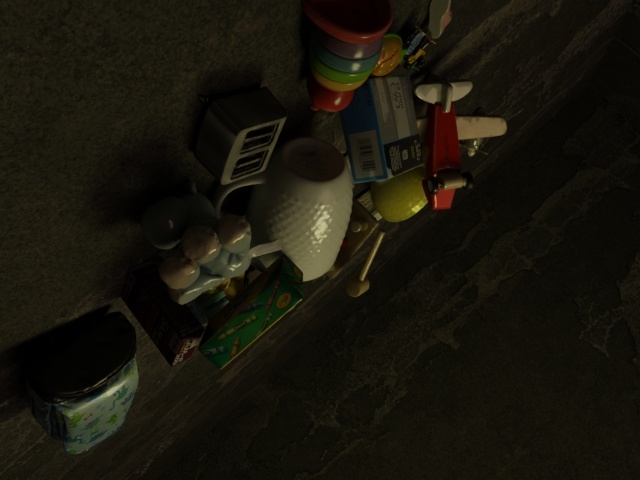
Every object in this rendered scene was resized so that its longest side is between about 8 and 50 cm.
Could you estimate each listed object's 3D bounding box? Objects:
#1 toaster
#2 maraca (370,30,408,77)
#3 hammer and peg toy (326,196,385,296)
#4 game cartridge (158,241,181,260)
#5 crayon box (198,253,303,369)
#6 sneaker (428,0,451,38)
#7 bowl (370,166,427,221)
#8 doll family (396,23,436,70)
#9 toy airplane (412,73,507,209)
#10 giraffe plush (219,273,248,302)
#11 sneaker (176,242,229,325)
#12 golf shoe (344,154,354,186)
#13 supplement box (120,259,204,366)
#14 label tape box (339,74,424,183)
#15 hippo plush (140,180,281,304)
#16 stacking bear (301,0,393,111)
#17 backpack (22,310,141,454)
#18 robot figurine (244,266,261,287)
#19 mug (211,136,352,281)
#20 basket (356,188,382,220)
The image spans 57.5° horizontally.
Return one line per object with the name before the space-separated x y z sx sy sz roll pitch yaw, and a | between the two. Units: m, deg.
toaster | -0.175 -0.225 1.240 0.185 0.110 0.168 -27 155 -42
maraca | 0.150 -0.453 1.430 0.127 0.099 0.185 -33 165 24
hammer and peg toy | 0.066 -0.017 1.837 0.266 0.361 0.127 -53 160 27
game cartridge | -0.380 0.018 1.516 0.083 0.017 0.056 -39 166 -12
crayon box | -0.167 0.172 1.442 0.278 0.081 0.165 -42 -167 11
sneaker | 0.321 -0.610 1.541 0.070 0.051 0.134 -54 160 -34
bowl | 0.273 -0.226 2.090 0.156 0.289 0.289 37 103 -29
doll family | 0.246 -0.511 1.570 0.111 0.076 0.193 -45 158 22
toy airplane | 0.368 -0.344 1.895 0.384 0.386 0.272 -52 -165 -1
giraffe plush | -0.267 0.166 1.848 0.181 0.170 0.210 -25 155 -46
sneaker | -0.296 0.108 1.552 0.127 0.208 0.319 -31 165 -40
golf shoe | 0.093 -0.214 1.897 0.069 0.086 0.176 -17 148 -51
supplement box | -0.402 0.183 1.474 0.073 0.239 0.130 -24 154 -44
label tape box | 0.191 -0.311 1.573 0.115 0.249 0.347 -4 -167 36
hippo plush | -0.262 -0.031 1.296 0.294 0.236 0.234 -21 153 -37
stacking bear | 0.041 -0.395 1.259 0.175 0.164 0.289 -35 165 -24
backpack | -0.624 0.394 1.533 0.290 0.273 0.355 -34 174 -48
robot figurine | -0.171 0.171 2.085 0.173 0.209 0.278 -21 163 3
mug | -0.097 -0.094 1.527 0.374 0.276 0.328 -2 141 -18
basket | 0.191 -0.126 2.276 0.167 0.103 0.113 -36 167 -19
